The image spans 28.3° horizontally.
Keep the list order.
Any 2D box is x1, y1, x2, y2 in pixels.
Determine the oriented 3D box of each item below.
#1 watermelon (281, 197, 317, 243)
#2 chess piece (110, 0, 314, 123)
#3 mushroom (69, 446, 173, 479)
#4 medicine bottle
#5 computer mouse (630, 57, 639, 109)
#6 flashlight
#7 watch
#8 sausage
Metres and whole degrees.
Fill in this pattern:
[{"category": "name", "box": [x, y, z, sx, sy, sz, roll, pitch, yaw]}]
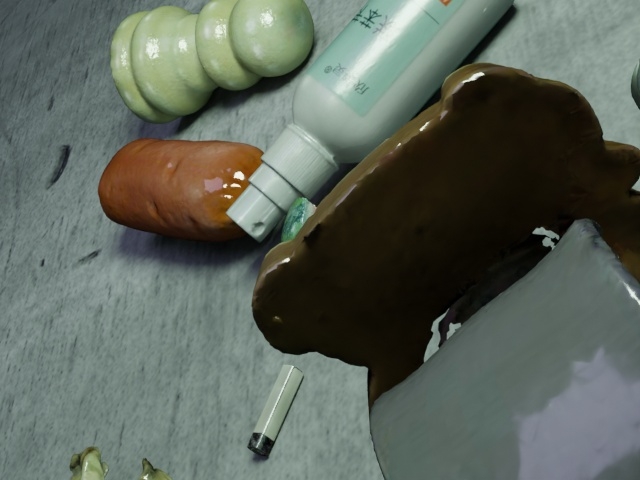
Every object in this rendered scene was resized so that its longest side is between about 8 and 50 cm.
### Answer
[{"category": "watermelon", "box": [-0.005, -0.002, 1.203, 0.072, 0.092, 0.084, -16, 33, -26]}, {"category": "chess piece", "box": [-0.117, -0.232, 1.531, 0.251, 0.144, 0.144, -8, 50, 38]}, {"category": "mushroom", "box": [-0.239, 0.293, 1.136, 0.344, 0.130, 0.247, -21, 26, 35]}, {"category": "medicine bottle", "box": [0.039, -0.144, 1.253, 0.352, 0.110, 0.110, -48, 32, 0]}, {"category": "computer mouse", "box": [0.317, -0.115, 0.919, 0.167, 0.090, 0.379, -36, 29, 20]}, {"category": "flashlight", "box": [-0.040, 0.151, 1.130, 0.018, 0.018, 0.083, -3, 54, 47]}, {"category": "watch", "box": [0.147, 0.115, 0.654, 0.314, 0.335, 0.327, -42, 23, 10]}, {"category": "sausage", "box": [-0.142, -0.055, 1.385, 0.259, 0.113, 0.113, 9, 63, 52]}]
